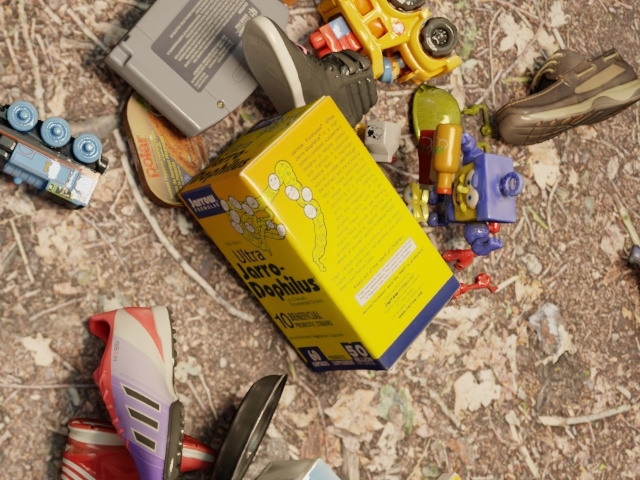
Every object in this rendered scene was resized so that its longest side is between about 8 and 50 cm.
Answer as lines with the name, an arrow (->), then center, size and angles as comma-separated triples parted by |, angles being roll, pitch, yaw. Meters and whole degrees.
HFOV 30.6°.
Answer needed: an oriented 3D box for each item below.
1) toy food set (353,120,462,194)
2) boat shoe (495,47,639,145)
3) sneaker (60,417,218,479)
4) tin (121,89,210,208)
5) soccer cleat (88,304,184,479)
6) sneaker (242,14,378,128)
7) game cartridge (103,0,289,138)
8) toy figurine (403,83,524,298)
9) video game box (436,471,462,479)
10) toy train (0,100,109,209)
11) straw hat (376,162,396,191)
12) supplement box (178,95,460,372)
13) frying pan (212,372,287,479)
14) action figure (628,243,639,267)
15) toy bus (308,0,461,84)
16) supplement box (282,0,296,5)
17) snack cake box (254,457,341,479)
toy food set -> 0.134, -0.127, 1.829 | 0.111, 0.232, 0.104 | 6, 90, -50
boat shoe -> 0.427, -0.262, 2.071 | 0.355, 0.132, 0.130 | -17, 79, -39
sneaker -> -0.255, 0.321, 1.605 | 0.221, 0.087, 0.128 | 16, 89, -25
tin -> -0.229, -0.139, 1.723 | 0.106, 0.040, 0.190 | -15, 87, -34
soccer cleat -> -0.243, 0.214, 1.543 | 0.116, 0.109, 0.318 | 0, 44, -13
sneaker -> -0.010, -0.260, 1.746 | 0.147, 0.104, 0.296 | -46, 140, -12
game cartridge -> -0.171, -0.297, 1.754 | 0.198, 0.062, 0.297 | 45, 53, -18
toy figurine -> 0.270, -0.097, 1.885 | 0.191, 0.217, 0.363 | 7, 77, -28
video game box -> 0.199, 0.500, 1.823 | 0.187, 0.048, 0.205 | -39, 100, -27
toy train -> -0.384, -0.118, 1.610 | 0.184, 0.080, 0.105 | 27, 74, -22
straw hat -> 0.081, -0.076, 1.866 | 0.144, 0.061, 0.144 | 6, 78, -28
supplement box -> 0.000, 0.000, 1.709 | 0.195, 0.194, 0.356 | -45, 108, -29
frying pan -> -0.122, 0.326, 1.658 | 0.053, 0.326, 0.197 | 25, 22, 6
action figure -> 0.722, 0.093, 2.127 | 0.341, 0.178, 0.330 | 39, 67, 11
toy bus -> 0.090, -0.325, 1.884 | 0.211, 0.149, 0.220 | -36, 101, -16
supplement box -> -0.023, -0.485, 1.856 | 0.080, 0.078, 0.233 | 33, 54, -21
snack cake box -> 0.022, 0.435, 1.677 | 0.264, 0.152, 0.089 | 49, 62, -12
